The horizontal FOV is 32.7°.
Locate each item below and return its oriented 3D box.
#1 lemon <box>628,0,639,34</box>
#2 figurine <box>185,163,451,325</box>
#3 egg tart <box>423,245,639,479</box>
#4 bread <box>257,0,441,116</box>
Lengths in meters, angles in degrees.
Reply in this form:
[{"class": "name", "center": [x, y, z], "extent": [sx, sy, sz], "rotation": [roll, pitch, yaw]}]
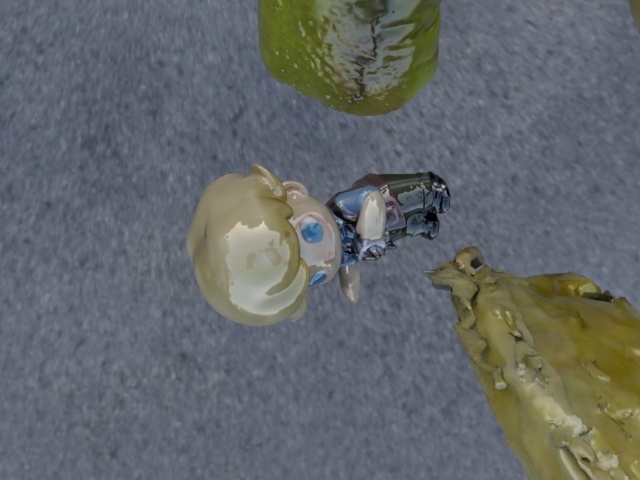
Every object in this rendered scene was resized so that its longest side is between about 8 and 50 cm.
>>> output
[{"class": "lemon", "center": [0.315, -0.213, 0.812], "extent": [0.170, 0.207, 0.170], "rotation": [2, 69, -5]}, {"class": "figurine", "center": [0.000, 0.000, 0.806], "extent": [0.196, 0.108, 0.114], "rotation": [-9, 152, -19]}, {"class": "egg tart", "center": [0.152, 0.110, 0.487], "extent": [0.095, 0.279, 0.279], "rotation": [-35, 115, 5]}, {"class": "bread", "center": [0.028, -0.261, 0.859], "extent": [0.166, 0.112, 0.384], "rotation": [14, 135, 8]}]
